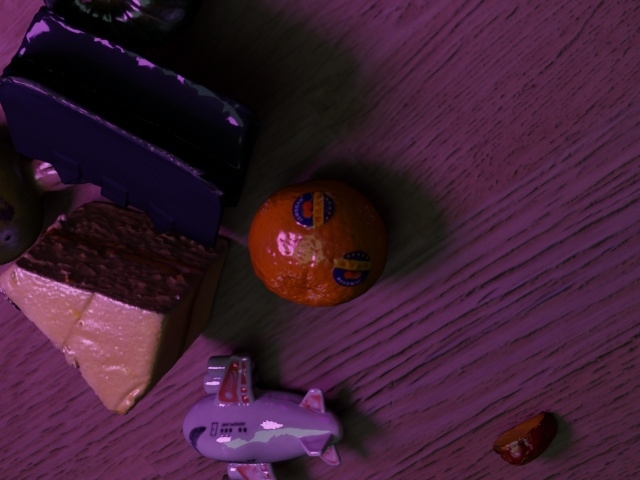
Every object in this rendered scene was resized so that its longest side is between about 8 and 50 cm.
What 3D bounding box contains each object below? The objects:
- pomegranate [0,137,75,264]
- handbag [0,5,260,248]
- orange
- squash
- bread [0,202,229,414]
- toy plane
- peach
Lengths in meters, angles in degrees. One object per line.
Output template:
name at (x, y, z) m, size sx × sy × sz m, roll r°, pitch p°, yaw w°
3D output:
pomegranate at (-0.436, -0.068, 1.830) m, size 0.225 × 0.187 × 0.187 m, roll -21°, pitch 108°, yaw -1°
handbag at (-0.237, -0.126, 1.654) m, size 0.303 × 0.122 × 0.329 m, roll 27°, pitch 162°, yaw 0°
orange at (-0.002, 0.002, 1.677) m, size 0.178 × 0.155 × 0.177 m, roll 0°, pitch 149°, yaw 0°
squash at (-0.239, -0.329, 1.601) m, size 0.218 × 0.172 × 0.218 m, roll -1°, pitch 101°, yaw -6°
bread at (-0.283, 0.078, 1.774) m, size 0.236 × 0.263 × 0.198 m, roll 23°, pitch 117°, yaw 8°
toy plane at (-0.083, 0.267, 1.878) m, size 0.252 × 0.118 × 0.252 m, roll 11°, pitch 118°, yaw 21°
peach at (0.276, 0.265, 1.768) m, size 0.083 × 0.077 × 0.050 m, roll -40°, pitch 92°, yaw -11°
